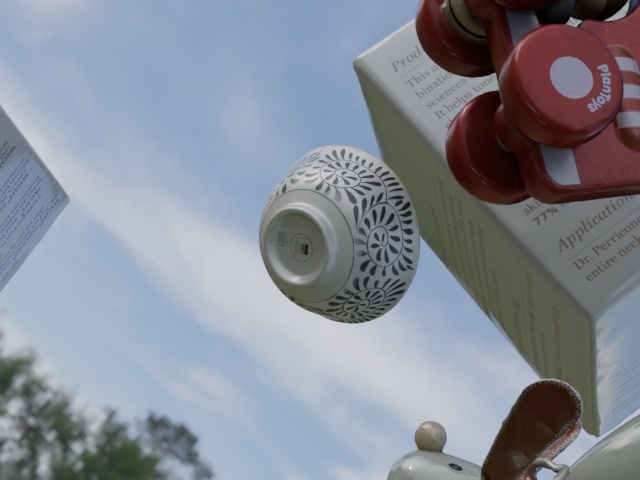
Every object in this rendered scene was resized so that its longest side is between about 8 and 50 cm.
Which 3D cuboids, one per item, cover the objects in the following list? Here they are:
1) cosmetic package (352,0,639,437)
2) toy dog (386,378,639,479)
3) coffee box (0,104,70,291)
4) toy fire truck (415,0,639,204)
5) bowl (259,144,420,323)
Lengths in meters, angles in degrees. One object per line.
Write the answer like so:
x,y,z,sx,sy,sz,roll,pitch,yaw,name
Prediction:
0.293,-0.075,1.731,0.393,0.329,0.327,51,-8,28,cosmetic package
0.223,0.151,1.263,0.334,0.161,0.220,0,-10,-8,toy dog
-0.447,-0.038,1.162,0.337,0.338,0.334,32,-13,18,coffee box
0.237,-0.172,1.409,0.169,0.254,0.302,128,-46,-64,toy fire truck
0.000,0.000,1.486,0.170,0.080,0.170,7,-78,34,bowl
